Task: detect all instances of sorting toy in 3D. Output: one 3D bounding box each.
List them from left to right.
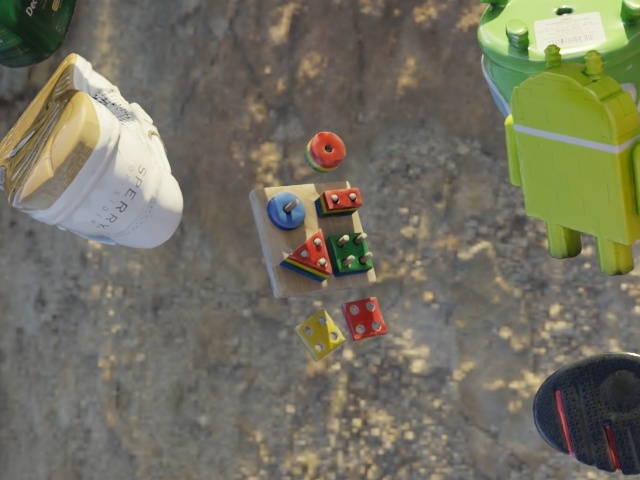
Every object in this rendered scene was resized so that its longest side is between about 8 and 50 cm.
[{"bbox_3d":[0.000,0.000,1.386,0.046,0.132,0.274,-40,60,58],"label":"sorting toy"}]

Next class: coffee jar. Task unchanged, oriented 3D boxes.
[{"bbox_3d":[-0.257,-0.200,0.826,0.079,0.184,0.096,-3,69,35],"label":"coffee jar"}]

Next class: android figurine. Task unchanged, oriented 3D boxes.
[{"bbox_3d":[0.307,-0.097,1.405,0.248,0.056,0.272,20,128,53],"label":"android figurine"}]

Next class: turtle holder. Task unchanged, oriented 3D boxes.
[{"bbox_3d":[0.329,-0.257,1.663,0.320,0.243,0.227,47,156,52],"label":"turtle holder"}]

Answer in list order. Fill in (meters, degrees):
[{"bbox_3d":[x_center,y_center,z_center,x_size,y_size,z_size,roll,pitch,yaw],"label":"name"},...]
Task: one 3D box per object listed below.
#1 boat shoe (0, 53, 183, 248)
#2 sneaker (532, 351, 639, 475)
[{"bbox_3d":[-0.144,-0.047,0.750,0.098,0.096,0.277,-54,22,5],"label":"boat shoe"},{"bbox_3d":[0.363,0.162,1.131,0.314,0.136,0.116,-11,73,26],"label":"sneaker"}]
